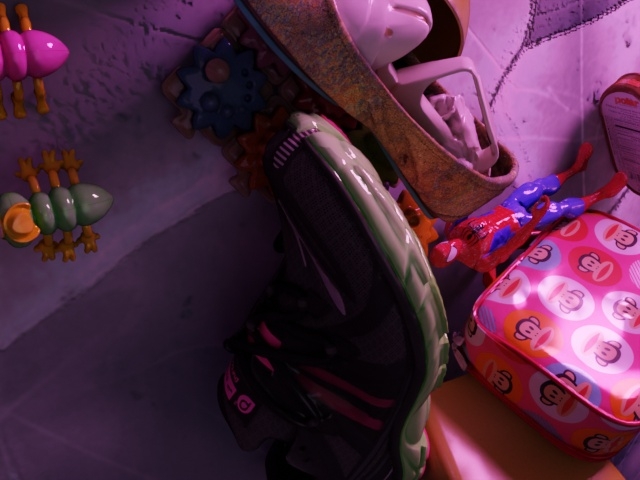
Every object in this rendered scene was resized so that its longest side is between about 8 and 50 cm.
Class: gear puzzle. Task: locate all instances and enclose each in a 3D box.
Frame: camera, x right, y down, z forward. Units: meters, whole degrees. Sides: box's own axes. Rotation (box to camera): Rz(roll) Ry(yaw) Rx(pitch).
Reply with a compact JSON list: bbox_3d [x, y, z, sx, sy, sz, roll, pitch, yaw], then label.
[{"bbox_3d":[0.014,-0.080,0.661,0.175,0.044,0.339,-49,120,-8],"label":"gear puzzle"}]

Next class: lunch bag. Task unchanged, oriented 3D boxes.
[{"bbox_3d":[0.307,0.087,0.807,0.293,0.258,0.120,-34,149,-31],"label":"lunch bag"}]

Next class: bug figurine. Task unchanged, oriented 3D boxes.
[{"bbox_3d":[-0.270,-0.061,0.476,0.216,0.072,0.279,-20,106,-28],"label":"bug figurine"}]

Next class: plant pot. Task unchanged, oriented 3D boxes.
[{"bbox_3d":[0.084,-0.232,0.629,0.134,0.134,0.095,44,61,-35],"label":"plant pot"},{"bbox_3d":[0.186,0.273,0.817,0.212,0.187,0.212,-13,151,-27],"label":"plant pot"}]

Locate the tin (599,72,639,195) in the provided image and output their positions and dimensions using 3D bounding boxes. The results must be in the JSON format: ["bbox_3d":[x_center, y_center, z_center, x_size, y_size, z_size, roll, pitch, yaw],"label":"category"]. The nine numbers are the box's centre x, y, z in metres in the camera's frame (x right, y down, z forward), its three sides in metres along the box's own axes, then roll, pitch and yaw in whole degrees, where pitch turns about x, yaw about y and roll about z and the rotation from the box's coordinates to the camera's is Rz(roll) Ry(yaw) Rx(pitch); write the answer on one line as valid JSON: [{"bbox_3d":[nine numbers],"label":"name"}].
[{"bbox_3d":[0.420,-0.127,0.872,0.040,0.106,0.189,-39,123,-12],"label":"tin"}]

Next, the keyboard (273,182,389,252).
[{"bbox_3d":[0.000,0.000,0.724,0.108,0.023,0.180,25,94,-35],"label":"keyboard"}]

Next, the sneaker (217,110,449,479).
[{"bbox_3d":[-0.001,0.113,0.644,0.202,0.185,0.482,-15,127,-12],"label":"sneaker"}]

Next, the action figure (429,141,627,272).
[{"bbox_3d":[0.244,-0.055,0.789,0.280,0.091,0.139,-28,149,-19],"label":"action figure"}]

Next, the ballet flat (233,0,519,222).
[{"bbox_3d":[0.067,-0.145,0.583,0.123,0.123,0.348,-50,125,-4],"label":"ballet flat"}]
